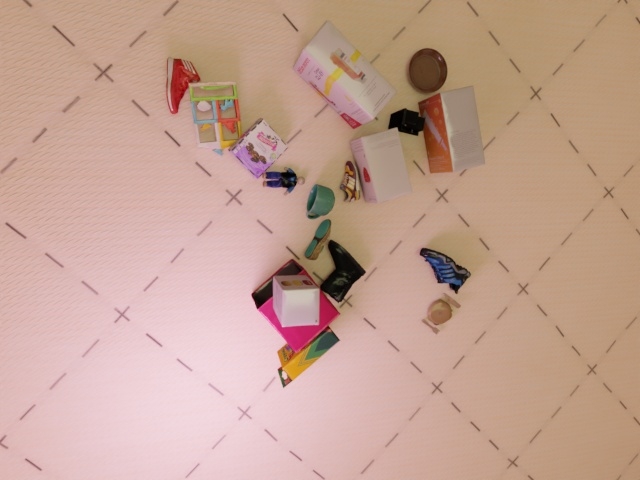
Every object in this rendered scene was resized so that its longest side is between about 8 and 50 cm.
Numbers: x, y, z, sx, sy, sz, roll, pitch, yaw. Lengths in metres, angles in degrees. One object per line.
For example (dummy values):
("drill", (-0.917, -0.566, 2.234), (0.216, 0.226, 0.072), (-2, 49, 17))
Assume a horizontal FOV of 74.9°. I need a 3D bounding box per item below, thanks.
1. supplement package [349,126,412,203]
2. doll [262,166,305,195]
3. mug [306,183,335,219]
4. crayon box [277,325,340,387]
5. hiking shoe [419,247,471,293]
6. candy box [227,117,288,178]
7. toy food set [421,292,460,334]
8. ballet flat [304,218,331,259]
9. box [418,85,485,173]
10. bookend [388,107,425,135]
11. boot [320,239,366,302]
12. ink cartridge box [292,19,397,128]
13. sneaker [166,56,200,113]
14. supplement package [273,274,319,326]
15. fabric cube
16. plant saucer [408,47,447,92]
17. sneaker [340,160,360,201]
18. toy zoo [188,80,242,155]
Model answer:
("supplement package", (0.268, -0.330, 1.870), (0.175, 0.177, 0.293), (-18, 100, -11))
("doll", (-0.160, -0.262, 1.843), (0.188, 0.046, 0.129), (-3, 89, -20))
("mug", (0.002, -0.171, 1.862), (0.097, 0.157, 0.130), (14, 69, -17))
("crayon box", (-0.079, 0.494, 1.877), (0.318, 0.202, 0.081), (-40, 104, -7))
("hiking shoe", (0.599, 0.145, 2.043), (0.303, 0.113, 0.132), (31, 88, -15))
("candy box", (-0.263, -0.391, 1.773), (0.196, 0.070, 0.165), (-46, 117, -4))
("toy food set", (0.604, 0.365, 2.117), (0.132, 0.038, 0.192), (40, 92, -8))
("ballet flat", (0.000, 0.000, 1.914), (0.067, 0.073, 0.206), (31, 92, -42))
("box", (0.596, -0.495, 1.909), (0.168, 0.215, 0.346), (-15, 100, -11))
("bookend", (0.412, -0.534, 1.891), (0.157, 0.156, 0.073), (9, 95, -15))
("boot", (0.070, 0.146, 1.924), (0.207, 0.094, 0.246), (-47, 111, -8))
("ink cartridge box", (0.089, -0.669, 1.734), (0.384, 0.279, 0.160), (41, 87, -14))
("sneaker", (-0.550, -0.621, 1.684), (0.127, 0.087, 0.222), (0, 98, -12))
("supplement package", (-0.094, 0.217, 1.550), (0.138, 0.244, 0.134), (-1, 97, -14))
("fabric cube", (-0.113, 0.272, 1.814), (0.254, 0.259, 0.258), (-41, 106, -6))
("plant saucer", (0.494, -0.785, 1.941), (0.198, 0.036, 0.199), (-2, 97, -13))
("sneaker", (0.127, -0.267, 1.900), (0.083, 0.069, 0.186), (-15, 99, -17))
("toy zoo", (-0.429, -0.500, 1.730), (0.192, 0.030, 0.294), (-10, 111, -16))
